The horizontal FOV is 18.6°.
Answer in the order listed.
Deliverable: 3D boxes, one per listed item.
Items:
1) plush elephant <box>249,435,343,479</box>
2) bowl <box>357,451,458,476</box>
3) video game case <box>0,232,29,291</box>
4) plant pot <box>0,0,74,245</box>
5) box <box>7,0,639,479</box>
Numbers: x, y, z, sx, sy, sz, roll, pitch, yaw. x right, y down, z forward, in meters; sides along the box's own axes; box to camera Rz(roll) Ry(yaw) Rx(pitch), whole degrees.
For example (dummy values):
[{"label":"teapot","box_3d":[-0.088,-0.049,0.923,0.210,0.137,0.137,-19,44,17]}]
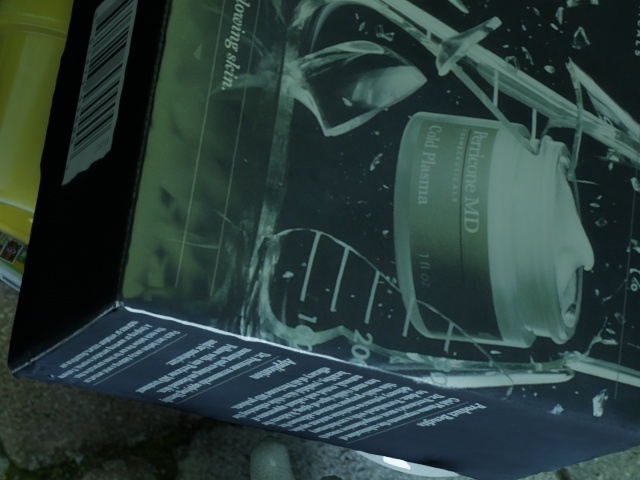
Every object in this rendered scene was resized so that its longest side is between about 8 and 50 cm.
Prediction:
[{"label":"plush elephant","box_3d":[-0.024,0.299,1.717,0.330,0.272,0.255,40,64,-30]},{"label":"bowl","box_3d":[0.119,0.079,1.974,0.298,0.134,0.297,9,59,-15]},{"label":"video game case","box_3d":[-0.224,-0.012,1.965,0.193,0.023,0.212,34,56,1]},{"label":"plant pot","box_3d":[-0.222,-0.113,1.872,0.254,0.254,0.239,23,76,-6]},{"label":"box","box_3d":[0.034,-0.084,1.662,0.472,0.297,0.479,15,71,-22]}]
